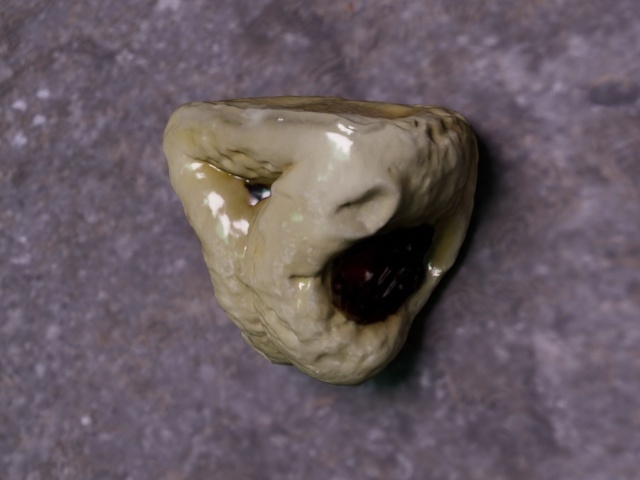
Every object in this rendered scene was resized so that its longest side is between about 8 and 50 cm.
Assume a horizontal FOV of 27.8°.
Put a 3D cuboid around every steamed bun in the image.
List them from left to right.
[{"bbox_3d":[0.000,0.000,0.717,0.172,0.141,0.155,10,101,38],"label":"steamed bun"}]
